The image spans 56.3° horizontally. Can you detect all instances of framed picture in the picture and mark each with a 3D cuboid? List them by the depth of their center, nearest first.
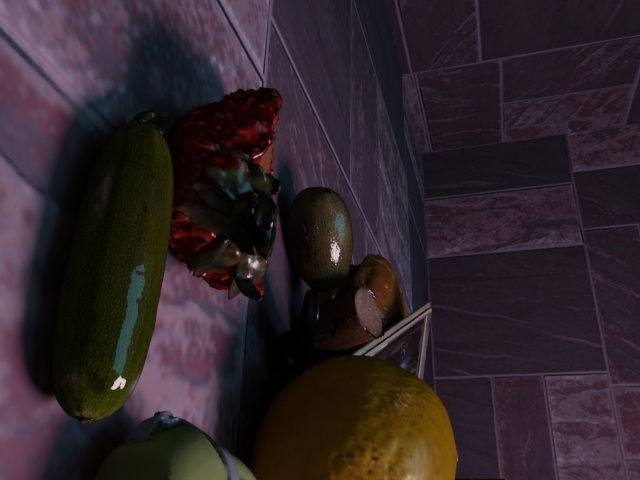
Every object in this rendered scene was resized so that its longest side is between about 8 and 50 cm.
[{"bbox_3d":[0.091,0.248,0.939,0.296,0.019,0.232,-24,125,-45],"label":"framed picture"}]

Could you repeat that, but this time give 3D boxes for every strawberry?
[{"bbox_3d":[-0.093,-0.059,0.575,0.286,0.106,0.188,-96,-165,-61],"label":"strawberry"}]

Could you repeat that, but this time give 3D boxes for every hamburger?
[{"bbox_3d":[0.085,0.174,1.064,0.259,0.144,0.283,-79,161,-50],"label":"hamburger"}]

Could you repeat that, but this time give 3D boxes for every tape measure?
[{"bbox_3d":[-0.104,0.229,0.412,0.175,0.106,0.200,53,29,-37],"label":"tape measure"}]

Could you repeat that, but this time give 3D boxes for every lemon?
[{"bbox_3d":[0.039,0.248,0.685,0.263,0.236,0.236,37,49,-61],"label":"lemon"}]

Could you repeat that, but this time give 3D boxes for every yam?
[{"bbox_3d":[0.023,0.125,0.870,0.084,0.127,0.084,45,30,-35],"label":"yam"}]

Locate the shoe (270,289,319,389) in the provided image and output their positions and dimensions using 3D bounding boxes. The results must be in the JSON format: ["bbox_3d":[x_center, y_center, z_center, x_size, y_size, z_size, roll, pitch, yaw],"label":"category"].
[{"bbox_3d":[-0.039,0.138,0.781,0.071,0.049,0.179,-93,-169,-56],"label":"shoe"}]

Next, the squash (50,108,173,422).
[{"bbox_3d":[-0.142,-0.001,0.425,0.066,0.066,0.252,57,30,-59],"label":"squash"}]

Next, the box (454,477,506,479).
[{"bbox_3d":[0.167,0.530,0.952,0.214,0.283,0.259,17,68,-72],"label":"box"}]

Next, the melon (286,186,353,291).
[{"bbox_3d":[0.000,0.000,0.890,0.099,0.099,0.162,-50,138,-70],"label":"melon"}]
